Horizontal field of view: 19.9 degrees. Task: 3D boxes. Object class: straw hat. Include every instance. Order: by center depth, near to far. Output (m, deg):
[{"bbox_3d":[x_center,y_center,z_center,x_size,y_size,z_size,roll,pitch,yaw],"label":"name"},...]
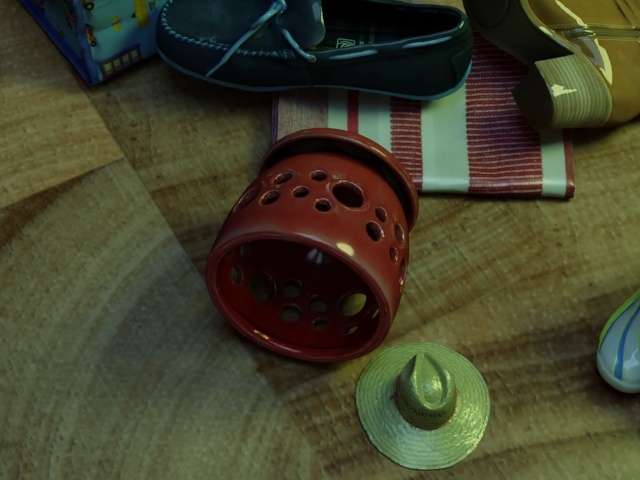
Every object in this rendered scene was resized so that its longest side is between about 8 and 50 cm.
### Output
[{"bbox_3d":[0.104,0.147,1.791,0.144,0.061,0.144,1,57,-2],"label":"straw hat"}]

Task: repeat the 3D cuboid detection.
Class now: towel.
[{"bbox_3d":[0.112,-0.154,2.008,0.329,0.037,0.237,3,57,-2],"label":"towel"}]

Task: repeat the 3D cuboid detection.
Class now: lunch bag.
[{"bbox_3d":[-0.251,-0.341,2.073,0.221,0.138,0.293,-31,51,-21],"label":"lunch bag"}]

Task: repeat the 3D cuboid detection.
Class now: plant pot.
[{"bbox_3d":[0.000,0.000,1.812,0.191,0.191,0.174,16,47,7],"label":"plant pot"}]

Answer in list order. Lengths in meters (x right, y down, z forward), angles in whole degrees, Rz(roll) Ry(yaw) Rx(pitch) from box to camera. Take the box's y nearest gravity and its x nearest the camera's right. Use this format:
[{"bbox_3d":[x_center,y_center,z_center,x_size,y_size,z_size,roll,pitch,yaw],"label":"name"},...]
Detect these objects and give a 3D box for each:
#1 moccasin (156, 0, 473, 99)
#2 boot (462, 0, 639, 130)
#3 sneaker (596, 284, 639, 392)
[{"bbox_3d":[-0.005,-0.238,1.961,0.342,0.117,0.137,2,57,-4],"label":"moccasin"},{"bbox_3d":[0.286,-0.258,2.008,0.220,0.109,0.283,-13,70,-31],"label":"boot"},{"bbox_3d":[0.366,0.046,1.837,0.091,0.126,0.240,36,61,19],"label":"sneaker"}]
